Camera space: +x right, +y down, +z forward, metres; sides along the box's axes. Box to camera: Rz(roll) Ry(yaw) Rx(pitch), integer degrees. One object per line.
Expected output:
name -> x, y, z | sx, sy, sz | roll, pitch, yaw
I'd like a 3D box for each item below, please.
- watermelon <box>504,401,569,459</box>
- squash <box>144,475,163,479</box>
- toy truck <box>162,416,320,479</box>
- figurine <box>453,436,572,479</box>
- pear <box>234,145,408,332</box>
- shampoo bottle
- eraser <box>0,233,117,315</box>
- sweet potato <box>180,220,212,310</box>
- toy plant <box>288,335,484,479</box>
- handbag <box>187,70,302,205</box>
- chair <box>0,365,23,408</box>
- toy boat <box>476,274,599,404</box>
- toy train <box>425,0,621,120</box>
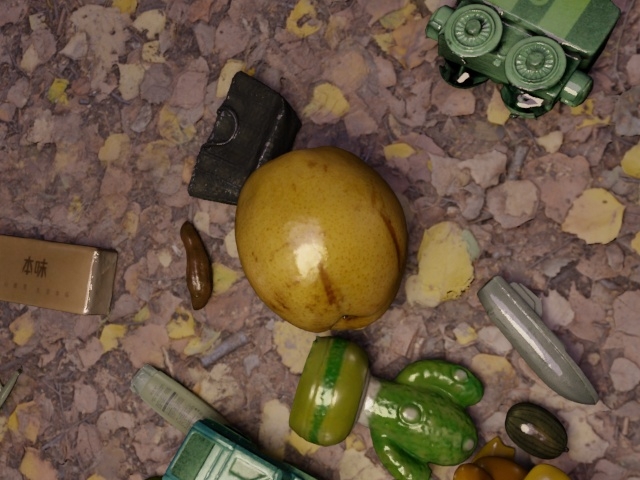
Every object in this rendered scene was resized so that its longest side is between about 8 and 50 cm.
watermelon -> 0.360, 0.318, 1.031 | 0.111, 0.078, 0.078 | 35, 95, 12
squash -> -0.231, 0.514, 1.183 | 0.258, 0.069, 0.069 | 12, 89, 17
toy truck -> -0.129, 0.433, 1.084 | 0.279, 0.156, 0.155 | 28, 71, 8
figurine -> 0.282, 0.424, 0.963 | 0.215, 0.228, 0.215 | 2, 74, -5
pear -> 0.000, 0.000, 1.042 | 0.314, 0.314, 0.314 | -1, 85, 15
shampoo bottle -> -0.277, 0.325, 1.219 | 0.212, 0.049, 0.072 | 34, 90, 15
eraser -> -0.604, 0.067, 1.314 | 0.343, 0.078, 0.144 | 6, 86, 16
sweet potato -> -0.245, 0.046, 1.231 | 0.053, 0.054, 0.182 | -11, 80, 5
toy plant -> 0.116, 0.293, 1.060 | 0.316, 0.184, 0.224 | 15, 72, 6
handbag -> -0.152, -0.186, 1.213 | 0.175, 0.089, 0.270 | 25, 93, 23
chair -> -0.783, 0.307, 1.295 | 0.203, 0.190, 0.274 | 47, 127, 14
toy boat -> 0.372, 0.166, 1.042 | 0.085, 0.078, 0.260 | -34, 74, -13
toy train -> 0.338, -0.350, 1.047 | 0.299, 0.167, 0.238 | 33, 89, 14
